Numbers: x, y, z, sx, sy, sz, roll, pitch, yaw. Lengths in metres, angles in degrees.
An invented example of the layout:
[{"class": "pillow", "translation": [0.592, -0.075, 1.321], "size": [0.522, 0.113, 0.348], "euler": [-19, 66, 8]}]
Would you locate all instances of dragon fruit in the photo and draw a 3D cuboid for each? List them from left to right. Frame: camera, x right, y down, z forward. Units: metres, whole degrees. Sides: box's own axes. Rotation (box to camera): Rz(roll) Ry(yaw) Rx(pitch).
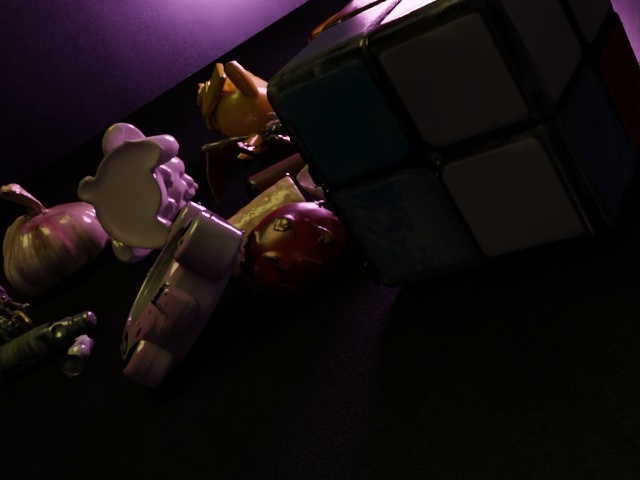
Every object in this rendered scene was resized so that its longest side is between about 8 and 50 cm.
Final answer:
[{"class": "dragon fruit", "translation": [0.000, 0.000, 1.355], "size": [0.246, 0.125, 0.125], "euler": [-19, -6, -10]}]

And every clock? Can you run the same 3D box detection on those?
[{"class": "clock", "translation": [-0.200, 0.073, 1.358], "size": [0.248, 0.090, 0.227], "euler": [-61, 14, 0]}]

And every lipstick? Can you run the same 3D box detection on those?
[{"class": "lipstick", "translation": [0.035, -0.156, 1.651], "size": [0.357, 0.057, 0.057], "euler": [-28, 18, -17]}]

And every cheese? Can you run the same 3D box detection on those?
[{"class": "cheese", "translation": [-0.093, -0.022, 1.540], "size": [0.167, 0.094, 0.123], "euler": [-32, 21, 0]}]

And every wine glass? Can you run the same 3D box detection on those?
[{"class": "wine glass", "translation": [-0.393, 0.186, 1.578], "size": [0.039, 0.042, 0.083], "euler": [7, 19, -3]}]

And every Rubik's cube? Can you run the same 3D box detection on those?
[{"class": "Rubik's cube", "translation": [0.182, -0.170, 1.170], "size": [0.318, 0.316, 0.313], "euler": [-14, 25, 37]}]

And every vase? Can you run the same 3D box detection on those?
[{"class": "vase", "translation": [-0.478, 0.176, 1.687], "size": [0.211, 0.060, 0.060], "euler": [-26, 21, 12]}]

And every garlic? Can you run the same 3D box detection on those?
[{"class": "garlic", "translation": [-0.592, -0.025, 2.060], "size": [0.245, 0.253, 0.245], "euler": [-24, 30, 15]}]

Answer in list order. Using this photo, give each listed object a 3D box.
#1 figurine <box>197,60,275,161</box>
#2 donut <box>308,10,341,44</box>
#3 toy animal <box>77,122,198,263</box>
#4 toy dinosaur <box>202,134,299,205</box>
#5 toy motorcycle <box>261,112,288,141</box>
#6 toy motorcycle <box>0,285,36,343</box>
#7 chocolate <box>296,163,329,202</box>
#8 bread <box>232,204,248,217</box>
[{"class": "figurine", "translation": [-0.187, -0.313, 2.224], "size": [0.169, 0.218, 0.327], "euler": [-13, 17, -21]}, {"class": "donut", "translation": [0.105, -0.468, 2.211], "size": [0.330, 0.160, 0.330], "euler": [-20, 23, 9]}, {"class": "toy animal", "translation": [-0.358, -0.103, 1.946], "size": [0.206, 0.271, 0.265], "euler": [-4, 9, 2]}, {"class": "toy dinosaur", "translation": [-0.094, -0.132, 1.791], "size": [0.327, 0.112, 0.206], "euler": [1, -5, 24]}, {"class": "toy motorcycle", "translation": [-0.020, -0.277, 2.067], "size": [0.225, 0.073, 0.152], "euler": [-22, 20, 21]}, {"class": "toy motorcycle", "translation": [-0.599, 0.150, 1.866], "size": [0.229, 0.130, 0.094], "euler": [17, 74, 48]}, {"class": "chocolate", "translation": [0.110, -0.159, 1.557], "size": [0.303, 0.100, 0.185], "euler": [-43, 28, -14]}, {"class": "bread", "translation": [-0.137, -0.025, 1.702], "size": [0.083, 0.035, 0.070], "euler": [-42, 21, -9]}]
